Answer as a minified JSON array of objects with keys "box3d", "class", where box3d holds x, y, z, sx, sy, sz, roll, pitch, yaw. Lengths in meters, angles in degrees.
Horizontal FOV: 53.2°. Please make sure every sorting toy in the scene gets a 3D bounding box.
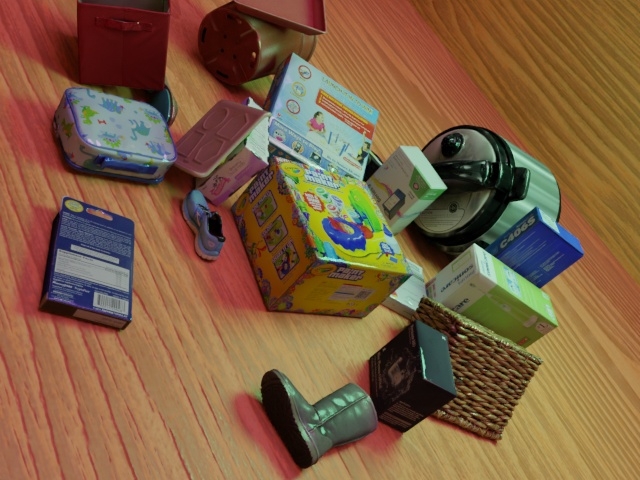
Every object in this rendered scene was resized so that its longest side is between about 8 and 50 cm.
[{"box3d":[-0.220,-0.213,1.336,0.193,0.208,0.038,27,-24,48],"class":"sorting toy"}]

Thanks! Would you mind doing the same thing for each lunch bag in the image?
[{"box3d":[-0.400,-0.200,1.252,0.219,0.090,0.176,5,48,-46],"class":"lunch bag"}]

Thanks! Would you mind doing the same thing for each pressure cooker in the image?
[{"box3d":[0.452,-0.137,1.890,0.420,0.370,0.376,21,35,-39],"class":"pressure cooker"}]

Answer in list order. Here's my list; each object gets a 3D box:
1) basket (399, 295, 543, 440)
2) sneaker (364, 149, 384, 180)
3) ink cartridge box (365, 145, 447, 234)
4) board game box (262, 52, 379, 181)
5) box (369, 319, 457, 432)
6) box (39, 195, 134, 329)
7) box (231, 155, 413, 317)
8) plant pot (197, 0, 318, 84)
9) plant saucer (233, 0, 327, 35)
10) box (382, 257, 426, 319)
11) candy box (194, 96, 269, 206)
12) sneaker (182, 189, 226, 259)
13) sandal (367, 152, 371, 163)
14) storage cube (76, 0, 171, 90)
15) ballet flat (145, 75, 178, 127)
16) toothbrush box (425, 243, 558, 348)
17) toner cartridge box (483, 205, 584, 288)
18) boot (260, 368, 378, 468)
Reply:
[{"box3d":[0.318,0.292,1.500,0.299,0.223,0.213,26,3,-27],"class":"basket"},{"box3d":[0.184,-0.199,1.924,0.097,0.084,0.235,-3,54,-51],"class":"sneaker"},{"box3d":[0.216,-0.134,1.765,0.093,0.212,0.154,-7,59,-48],"class":"ink cartridge box"},{"box3d":[-0.010,-0.294,1.710,0.308,0.086,0.302,30,57,-23],"class":"board game box"},{"box3d":[0.183,0.275,1.301,0.093,0.158,0.156,30,34,-22],"class":"box"},{"box3d":[-0.377,0.034,1.056,0.136,0.036,0.225,22,39,-32],"class":"box"},{"box3d":[0.000,0.000,1.397,0.289,0.177,0.279,10,44,-43],"class":"box"},{"box3d":[-0.185,-0.567,1.784,0.272,0.272,0.265,44,39,0],"class":"plant pot"},{"box3d":[-0.114,-0.656,1.699,0.258,0.048,0.259,12,53,-22],"class":"plant saucer"},{"box3d":[0.206,0.111,1.633,0.145,0.038,0.186,29,34,-22],"class":"box"},{"box3d":[-0.193,-0.196,1.407,0.070,0.164,0.196,37,31,-32],"class":"candy box"},{"box3d":[-0.224,-0.042,1.284,0.063,0.073,0.162,5,49,-45],"class":"sneaker"},{"box3d":[0.046,-0.262,1.844,0.219,0.090,0.060,28,52,-28],"class":"sandal"},{"box3d":[-0.425,-0.462,1.381,0.183,0.193,0.215,1,47,-19],"class":"storage cube"},{"box3d":[-0.360,-0.329,1.473,0.067,0.073,0.206,22,39,-55],"class":"ballet flat"},{"box3d":[0.434,0.172,1.662,0.283,0.206,0.122,31,34,-20],"class":"toothbrush box"},{"box3d":[0.510,0.080,1.721,0.165,0.348,0.075,36,32,-15],"class":"toner cartridge box"},{"box3d":[0.004,0.294,1.156,0.208,0.076,0.190,-17,80,-48],"class":"boot"}]
